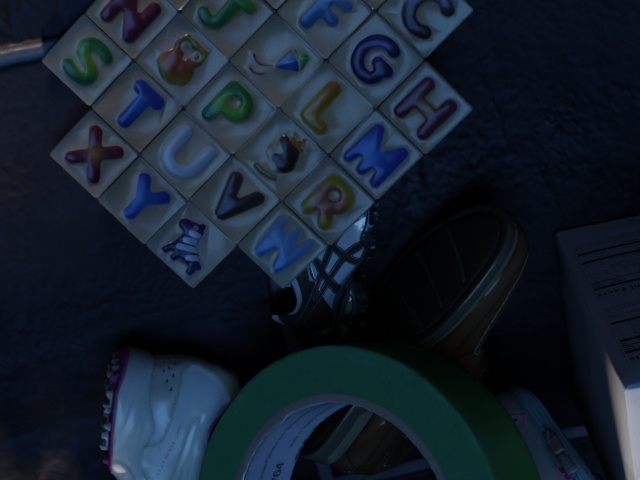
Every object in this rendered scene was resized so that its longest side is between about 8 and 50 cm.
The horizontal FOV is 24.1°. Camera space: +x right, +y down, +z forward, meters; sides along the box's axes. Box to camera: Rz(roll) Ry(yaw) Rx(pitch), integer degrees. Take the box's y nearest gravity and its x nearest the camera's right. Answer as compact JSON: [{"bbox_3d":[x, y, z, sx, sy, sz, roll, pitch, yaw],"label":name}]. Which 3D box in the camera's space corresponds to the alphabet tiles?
[{"bbox_3d":[-0.054,-0.131,1.244,0.285,0.011,0.342,44,106,-6],"label":"alphabet tiles"}]

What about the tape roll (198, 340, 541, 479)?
[{"bbox_3d":[0.037,0.247,1.279,0.077,0.321,0.321,0,128,-54],"label":"tape roll"}]

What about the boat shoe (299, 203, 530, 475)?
[{"bbox_3d":[0.099,0.094,1.368,0.104,0.110,0.307,24,121,-30],"label":"boat shoe"}]

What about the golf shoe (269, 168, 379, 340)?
[{"bbox_3d":[0.000,0.000,1.320,0.094,0.077,0.198,3,115,-6],"label":"golf shoe"}]

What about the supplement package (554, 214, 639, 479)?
[{"bbox_3d":[0.336,0.117,1.303,0.198,0.262,0.199,-12,118,1],"label":"supplement package"}]

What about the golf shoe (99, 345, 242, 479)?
[{"bbox_3d":[-0.139,0.243,1.415,0.140,0.115,0.306,1,118,-9],"label":"golf shoe"}]

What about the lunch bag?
[{"bbox_3d":[0.199,0.274,1.375,0.108,0.224,0.279,-20,135,-8],"label":"lunch bag"}]
